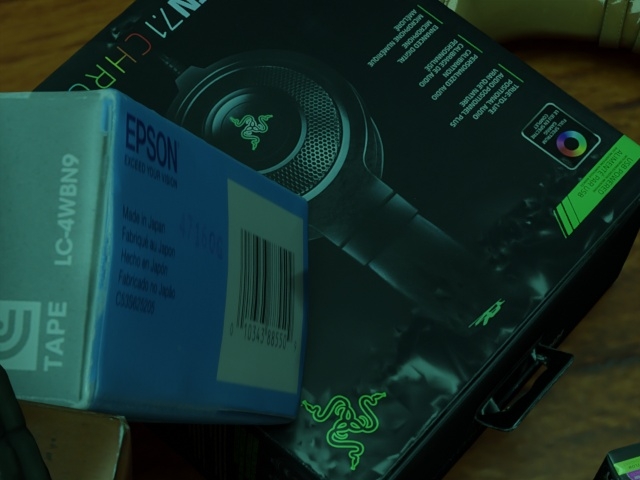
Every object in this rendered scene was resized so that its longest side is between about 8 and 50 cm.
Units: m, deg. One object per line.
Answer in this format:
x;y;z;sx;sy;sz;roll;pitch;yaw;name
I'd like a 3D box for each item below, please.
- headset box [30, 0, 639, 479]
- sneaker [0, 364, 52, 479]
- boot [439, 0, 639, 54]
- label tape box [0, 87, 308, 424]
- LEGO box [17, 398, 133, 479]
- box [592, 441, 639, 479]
0.000;0.000;0.903;0.283;0.131;0.246;39;67;16;headset box
-0.184;0.057;0.464;0.182;0.158;0.410;-23;64;19;sneaker
0.149;-0.135;1.024;0.152;0.073;0.197;30;66;7;boot
-0.202;0.011;0.711;0.348;0.249;0.115;3;84;15;label tape box
-0.321;0.179;0.648;0.500;0.372;0.193;9;62;1;LEGO box
0.170;0.134;0.869;0.062;0.083;0.052;-15;64;-11;box
